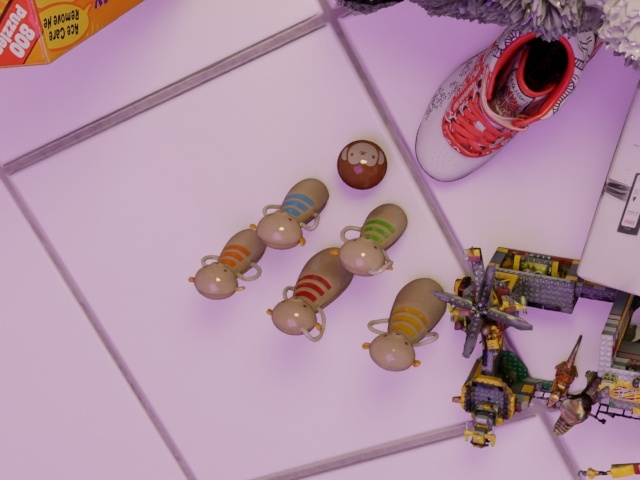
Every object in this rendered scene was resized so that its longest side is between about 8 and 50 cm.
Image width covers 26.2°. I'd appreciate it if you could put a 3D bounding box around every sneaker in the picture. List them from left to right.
[{"bbox_3d":[0.164,-0.133,1.325,0.090,0.145,0.270,43,125,-3],"label":"sneaker"}]

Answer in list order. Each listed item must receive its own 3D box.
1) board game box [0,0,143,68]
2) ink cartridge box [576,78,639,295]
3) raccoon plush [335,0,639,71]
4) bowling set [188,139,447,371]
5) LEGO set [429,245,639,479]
[{"bbox_3d":[-0.360,-0.379,1.295,0.356,0.356,0.356,-2,116,24],"label":"board game box"},{"bbox_3d":[0.317,-0.069,1.291,0.086,0.148,0.203,18,123,12],"label":"ink cartridge box"},{"bbox_3d":[0.204,-0.237,1.166,0.299,0.446,0.216,31,89,-9],"label":"raccoon plush"},{"bbox_3d":[0.000,0.000,1.463,0.287,0.154,0.200,13,121,16],"label":"bowling set"},{"bbox_3d":[0.267,0.143,1.399,0.331,0.192,0.255,16,122,15],"label":"LEGO set"}]
